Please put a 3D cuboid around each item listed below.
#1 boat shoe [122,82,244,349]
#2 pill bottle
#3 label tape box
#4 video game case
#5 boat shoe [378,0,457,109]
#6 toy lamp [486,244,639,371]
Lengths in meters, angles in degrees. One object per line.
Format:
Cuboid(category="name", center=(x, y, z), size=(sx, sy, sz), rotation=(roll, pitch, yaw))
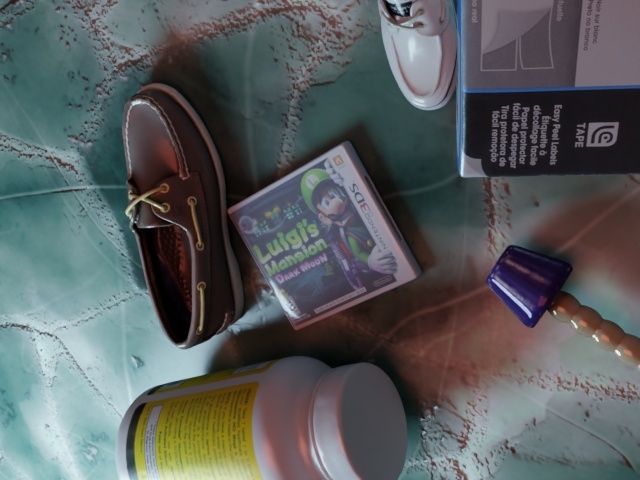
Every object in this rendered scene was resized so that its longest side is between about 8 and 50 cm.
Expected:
Cuboid(category="boat shoe", center=(-0.181, -0.027, 1.066), size=(0.117, 0.097, 0.324), rotation=(-3, 108, 30))
Cuboid(category="pill bottle", center=(-0.072, 0.245, 1.057), size=(0.334, 0.188, 0.187), rotation=(-16, 100, 33))
Cuboid(category="label tape box", center=(0.270, -0.176, 0.651), size=(0.334, 0.106, 0.240), rotation=(-1, 128, 8))
Cuboid(category="video game case", center=(0.000, 0.000, 1.021), size=(0.190, 0.022, 0.173), rotation=(-27, 94, 34))
Cuboid(category="boat shoe", center=(0.084, -0.235, 0.849), size=(0.083, 0.076, 0.226), rotation=(-2, 108, 30))
Cuboid(category="toy lamp", center=(0.293, 0.097, 0.865), size=(0.275, 0.080, 0.080), rotation=(34, 122, 11))
